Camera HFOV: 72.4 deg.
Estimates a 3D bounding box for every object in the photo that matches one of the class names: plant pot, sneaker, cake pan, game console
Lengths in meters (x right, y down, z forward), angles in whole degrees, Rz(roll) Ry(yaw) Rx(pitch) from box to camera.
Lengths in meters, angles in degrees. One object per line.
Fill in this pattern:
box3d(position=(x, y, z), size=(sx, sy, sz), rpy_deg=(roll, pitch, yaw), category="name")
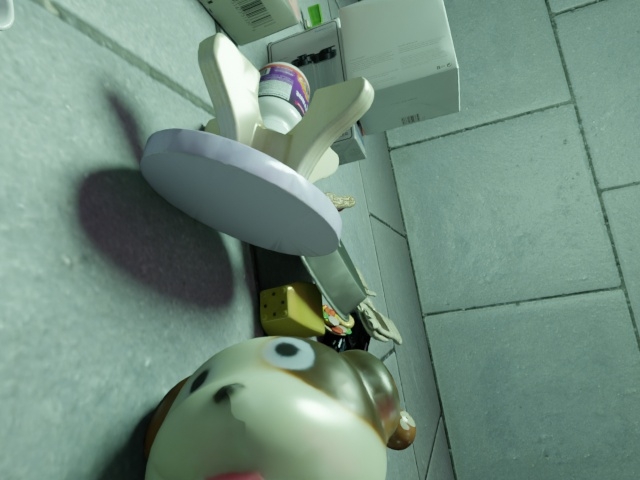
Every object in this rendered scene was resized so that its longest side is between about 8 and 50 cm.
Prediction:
box3d(position=(-0.050, 0.104, 0.665), size=(0.083, 0.081, 0.081), rpy_deg=(34, 46, -57), category="plant pot")
box3d(position=(0.025, -0.092, 1.102), size=(0.118, 0.067, 0.042), rpy_deg=(1, 78, -41), category="sneaker")
box3d(position=(0.000, 0.000, 0.768), size=(0.293, 0.054, 0.293), rpy_deg=(61, 6, -10), category="cake pan")
box3d(position=(0.073, 0.266, 0.991), size=(0.361, 0.043, 0.213), rpy_deg=(-48, 125, -68), category="game console")

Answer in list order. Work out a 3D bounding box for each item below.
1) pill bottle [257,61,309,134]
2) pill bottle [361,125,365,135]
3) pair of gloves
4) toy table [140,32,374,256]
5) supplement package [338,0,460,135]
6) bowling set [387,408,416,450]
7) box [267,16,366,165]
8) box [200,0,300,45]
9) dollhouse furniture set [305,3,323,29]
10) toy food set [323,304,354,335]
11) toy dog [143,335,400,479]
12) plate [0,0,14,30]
box3d(position=(-0.078, -0.208, 0.735), size=(0.194, 0.108, 0.108), rpy_deg=(-85, 155, -43), category="pill bottle")
box3d(position=(0.096, -0.401, 1.381), size=(0.216, 0.121, 0.121), rpy_deg=(-12, 90, -72), category="pill bottle")
box3d(position=(0.105, 0.147, 1.069), size=(0.204, 0.042, 0.240), rpy_deg=(36, 21, -57), category="pair of gloves")
box3d(position=(-0.064, -0.100, 0.525), size=(0.274, 0.252, 0.161), rpy_deg=(47, 49, -59), category="toy table")
box3d(position=(0.153, -0.348, 0.851), size=(0.149, 0.194, 0.203), rpy_deg=(41, 41, -66), category="supplement package")
box3d(position=(0.039, 0.240, 0.665), size=(0.287, 0.199, 0.154), rpy_deg=(53, 28, -60), category="bowling set")
box3d(position=(-0.009, -0.295, 0.907), size=(0.087, 0.169, 0.290), rpy_deg=(36, 44, -64), category="box")
box3d(position=(-0.129, -0.483, 0.733), size=(0.148, 0.126, 0.233), rpy_deg=(27, 53, -67), category="box")
box3d(position=(0.002, -0.661, 1.340), size=(0.151, 0.076, 0.059), rpy_deg=(-21, 99, -71), category="dollhouse furniture set")
box3d(position=(0.028, 0.161, 0.885), size=(0.083, 0.020, 0.082), rpy_deg=(34, 22, 2), category="toy food set")
box3d(position=(-0.015, 0.279, 0.329), size=(0.395, 0.284, 0.408), rpy_deg=(35, 44, -66), category="toy dog")
box3d(position=(-0.289, -0.244, 0.155), size=(0.278, 0.045, 0.278), rpy_deg=(-8, 85, -62), category="plate")
